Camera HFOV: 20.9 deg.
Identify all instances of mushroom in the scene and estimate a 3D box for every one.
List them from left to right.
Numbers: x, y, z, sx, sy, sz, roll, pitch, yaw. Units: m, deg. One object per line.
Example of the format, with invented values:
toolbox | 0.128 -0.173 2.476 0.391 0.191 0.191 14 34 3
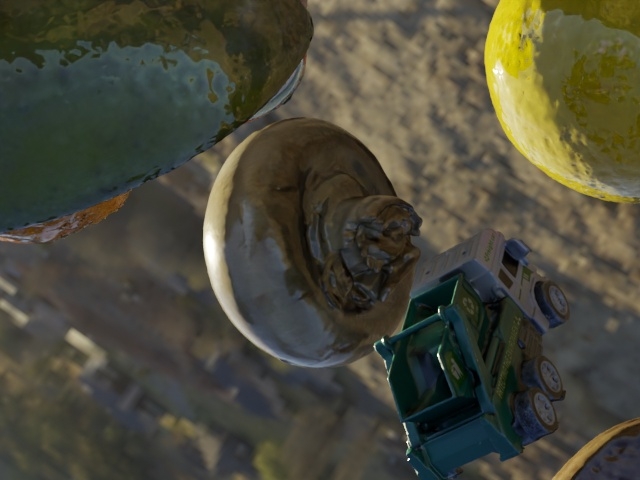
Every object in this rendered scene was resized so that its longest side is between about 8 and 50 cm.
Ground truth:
mushroom | 0.000 0.000 1.540 0.178 0.226 0.226 -16 129 46

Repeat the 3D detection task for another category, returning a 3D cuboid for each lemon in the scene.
lemon | 0.355 -0.199 1.950 0.348 0.348 0.348 29 159 12

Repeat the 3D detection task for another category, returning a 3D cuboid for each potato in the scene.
potato | -0.139 -0.150 1.159 0.255 0.269 0.112 -9 142 18

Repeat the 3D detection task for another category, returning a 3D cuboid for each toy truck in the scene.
toy truck | 0.110 0.079 1.302 0.110 0.216 0.116 -29 112 30

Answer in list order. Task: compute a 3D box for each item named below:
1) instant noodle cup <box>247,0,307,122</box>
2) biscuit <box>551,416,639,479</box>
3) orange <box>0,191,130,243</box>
instant noodle cup | -0.122 -0.263 2.011 0.251 0.190 0.251 -4 134 -4
biscuit | 0.351 0.347 1.566 0.381 0.359 0.074 39 179 -3
orange | -0.270 -0.105 1.507 0.240 0.240 0.240 29 159 12
